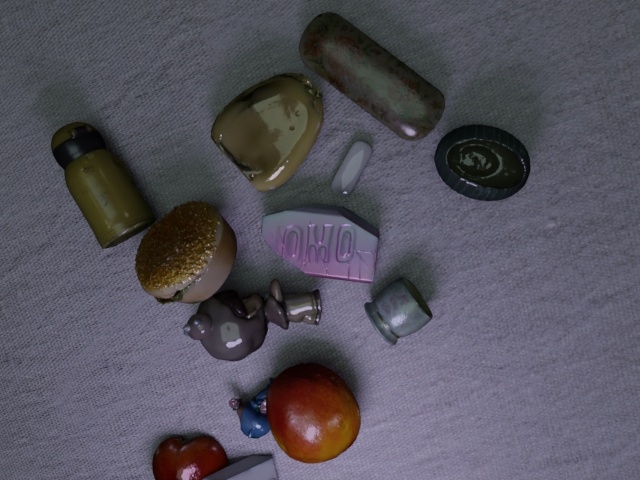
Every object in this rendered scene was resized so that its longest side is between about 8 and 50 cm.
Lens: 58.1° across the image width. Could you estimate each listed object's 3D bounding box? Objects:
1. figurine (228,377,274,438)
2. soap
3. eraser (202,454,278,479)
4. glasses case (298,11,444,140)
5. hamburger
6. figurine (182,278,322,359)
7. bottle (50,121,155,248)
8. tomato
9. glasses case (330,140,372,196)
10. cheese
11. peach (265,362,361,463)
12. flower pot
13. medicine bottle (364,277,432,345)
[{"bbox_3d":[-0.192,0.488,1.706,0.144,0.114,0.178,26,90,10],"label":"figurine"},{"bbox_3d":[0.000,0.000,1.594,0.323,0.109,0.193,8,100,7],"label":"soap"},{"bbox_3d":[-0.211,0.870,1.745,0.213,0.082,0.397,-14,98,-30],"label":"eraser"},{"bbox_3d":[0.134,-0.428,1.512,0.425,0.098,0.156,37,106,0],"label":"glasses case"},{"bbox_3d":[-0.366,0.032,1.558,0.302,0.170,0.302,-20,55,30],"label":"hamburger"},{"bbox_3d":[-0.182,0.221,1.613,0.380,0.248,0.203,-12,83,-5],"label":"figurine"},{"bbox_3d":[-0.622,-0.167,1.622,0.171,0.171,0.351,-29,92,11],"label":"bottle"},{"bbox_3d":[-0.405,0.710,1.745,0.233,0.139,0.200,-10,104,8],"label":"tomato"},{"bbox_3d":[0.085,-0.197,1.584,0.063,0.041,0.164,29,102,4],"label":"glasses case"},{"bbox_3d":[-0.128,-0.312,1.557,0.259,0.128,0.316,43,108,-9],"label":"cheese"},{"bbox_3d":[-0.018,0.474,1.607,0.280,0.238,0.281,3,98,20],"label":"peach"},{"bbox_3d":[0.415,-0.200,1.482,0.243,0.157,0.189,20,100,5],"label":"flower pot"},{"bbox_3d":[0.212,0.195,1.577,0.143,0.147,0.147,-39,92,14],"label":"medicine bottle"}]
